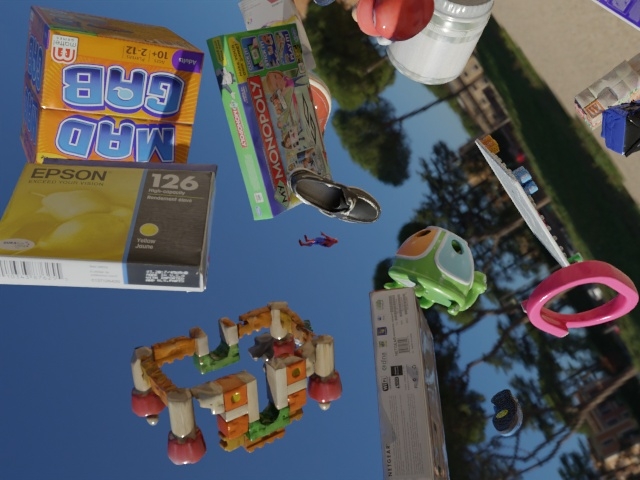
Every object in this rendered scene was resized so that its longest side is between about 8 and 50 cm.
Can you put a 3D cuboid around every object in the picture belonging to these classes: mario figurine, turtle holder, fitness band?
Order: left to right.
[{"bbox_3d":[0.109,-0.475,1.458,0.198,0.170,0.320,32,-151,-18],"label":"mario figurine"},{"bbox_3d":[0.379,0.099,2.323,0.320,0.227,0.243,24,171,0],"label":"turtle holder"},{"bbox_3d":[0.563,0.130,1.635,0.291,0.209,0.054,23,-137,-43],"label":"fitness band"}]

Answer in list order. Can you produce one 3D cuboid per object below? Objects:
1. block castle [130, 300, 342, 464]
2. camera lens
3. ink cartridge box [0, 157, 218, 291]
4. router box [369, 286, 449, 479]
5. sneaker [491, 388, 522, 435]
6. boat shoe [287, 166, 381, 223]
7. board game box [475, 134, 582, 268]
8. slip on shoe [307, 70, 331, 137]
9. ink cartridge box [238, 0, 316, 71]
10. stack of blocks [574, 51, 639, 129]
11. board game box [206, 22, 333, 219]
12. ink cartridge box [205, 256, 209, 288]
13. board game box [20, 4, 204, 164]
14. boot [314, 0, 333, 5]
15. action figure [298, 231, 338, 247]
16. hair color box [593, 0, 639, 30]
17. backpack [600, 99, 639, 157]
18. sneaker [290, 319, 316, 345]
[{"bbox_3d":[-0.196,0.340,1.796,0.303,0.453,0.213,29,128,50],"label":"block castle"},{"bbox_3d":[0.297,-0.549,1.899,0.274,0.219,0.219,111,140,-55],"label":"camera lens"},{"bbox_3d":[-0.321,-0.053,1.181,0.307,0.303,0.072,-93,6,-45],"label":"ink cartridge box"},{"bbox_3d":[0.168,0.294,1.391,0.301,0.082,0.335,58,-154,-62],"label":"router box"},{"bbox_3d":[0.449,0.421,1.774,0.082,0.069,0.209,59,-167,-2],"label":"sneaker"},{"bbox_3d":[0.019,-0.049,0.902,0.125,0.046,0.038,27,-167,-18],"label":"boat shoe"},{"bbox_3d":[0.617,-0.106,2.219,0.390,0.050,0.390,52,-170,-21],"label":"board game box"},{"bbox_3d":[-0.045,-0.283,1.739,0.123,0.101,0.331,20,157,8],"label":"slip on shoe"},{"bbox_3d":[-0.097,-0.467,1.717,0.198,0.115,0.067,70,-166,8],"label":"ink cartridge box"},{"bbox_3d":[0.893,-0.459,2.201,0.087,0.297,0.171,57,-165,14],"label":"stack of blocks"},{"bbox_3d":[-0.082,-0.219,1.362,0.213,0.046,0.317,-32,-68,-53],"label":"board game box"},{"bbox_3d":[-0.338,0.056,2.022,0.135,0.056,0.099,-93,-6,-51],"label":"ink cartridge box"},{"bbox_3d":[-0.538,-0.358,1.899,0.356,0.356,0.356,2,-157,-28],"label":"board game box"},{"bbox_3d":[0.014,-0.676,1.852,0.095,0.258,0.123,46,-132,11],"label":"boot"},{"bbox_3d":[0.000,0.000,1.862,0.115,0.038,0.030,5,-127,-41],"label":"action figure"},{"bbox_3d":[0.669,-0.395,1.373,0.185,0.110,0.339,1,-139,-45],"label":"hair color box"},{"bbox_3d":[0.639,-0.241,1.532,0.101,0.120,0.098,-124,22,-53],"label":"backpack"},{"bbox_3d":[-0.039,0.255,2.070,0.166,0.076,0.065,27,168,-6],"label":"sneaker"}]
